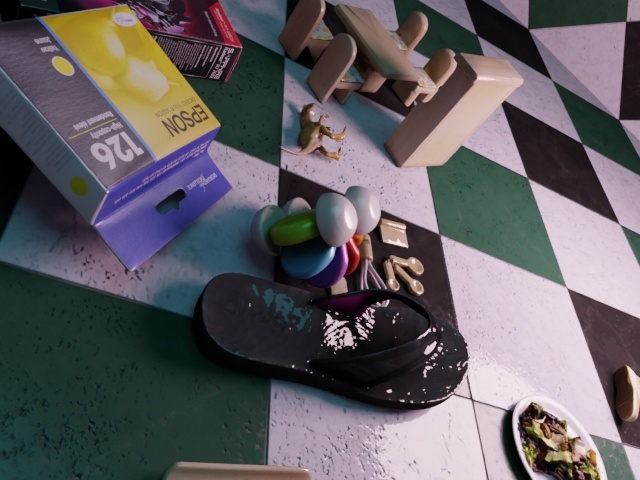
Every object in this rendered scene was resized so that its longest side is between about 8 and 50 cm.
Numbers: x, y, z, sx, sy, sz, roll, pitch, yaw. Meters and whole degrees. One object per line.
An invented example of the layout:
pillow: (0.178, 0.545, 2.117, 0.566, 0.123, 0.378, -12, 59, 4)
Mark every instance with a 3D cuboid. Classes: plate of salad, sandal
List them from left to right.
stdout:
sandal: (0.053, 0.132, 0.834, 0.446, 0.107, 0.167, 13, 47, -28)
plate of salad: (0.388, 0.334, 0.963, 0.200, 0.048, 0.199, 21, 45, -22)

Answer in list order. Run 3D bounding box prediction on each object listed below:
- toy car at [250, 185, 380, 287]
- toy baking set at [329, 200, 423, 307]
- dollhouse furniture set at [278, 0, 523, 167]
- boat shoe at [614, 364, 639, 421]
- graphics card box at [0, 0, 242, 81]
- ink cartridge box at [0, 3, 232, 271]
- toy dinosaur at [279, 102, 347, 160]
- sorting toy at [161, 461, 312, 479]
toy car: (0.000, 0.000, 0.891, 0.182, 0.159, 0.136, -23, 102, -59)
toy baking set: (0.086, 0.019, 1.023, 0.256, 0.030, 0.196, -13, 64, -44)
dollhouse furniture set: (0.186, -0.389, 1.296, 0.362, 0.256, 0.394, -10, 61, -43)
boat shoe: (0.596, 0.296, 1.159, 0.045, 0.050, 0.135, 34, 40, -1)
graphics card box: (-0.337, -0.396, 1.018, 0.371, 0.094, 0.232, -3, 57, -39)
ink cartridge box: (-0.253, -0.154, 0.792, 0.307, 0.072, 0.303, 49, 28, -9)
toy dinosaur: (-0.014, -0.183, 1.119, 0.112, 0.064, 0.211, 13, 35, -5)
sorting toy: (-0.066, 0.323, 0.614, 0.348, 0.047, 0.195, 14, 47, -29)
